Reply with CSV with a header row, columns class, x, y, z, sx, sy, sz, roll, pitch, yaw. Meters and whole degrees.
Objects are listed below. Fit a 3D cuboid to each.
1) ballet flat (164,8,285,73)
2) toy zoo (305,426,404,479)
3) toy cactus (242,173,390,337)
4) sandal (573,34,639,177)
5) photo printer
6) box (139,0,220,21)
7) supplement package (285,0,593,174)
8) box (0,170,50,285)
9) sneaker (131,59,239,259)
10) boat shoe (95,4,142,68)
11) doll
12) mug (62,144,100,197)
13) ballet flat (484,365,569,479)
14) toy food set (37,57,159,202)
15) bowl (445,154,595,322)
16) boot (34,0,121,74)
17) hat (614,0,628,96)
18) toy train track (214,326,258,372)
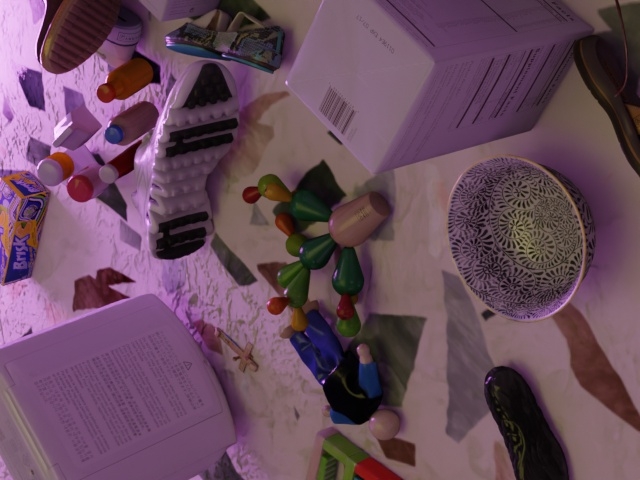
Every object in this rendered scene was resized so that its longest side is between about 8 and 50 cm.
class,x,y,z,sx,sy,sz,roll,pitch,yaw
ballet flat,-0.110,-0.243,1.669,0.188,0.070,0.070,18,116,39
toy zoo,0.089,0.380,1.686,0.293,0.030,0.192,32,124,34
toy cactus,0.000,0.000,1.612,0.180,0.112,0.219,-38,67,35
sandal,0.308,-0.103,1.281,0.060,0.090,0.219,-33,71,24
photo printer,-0.265,0.212,1.787,0.107,0.307,0.256,-41,76,46
box,-0.170,-0.369,1.655,0.130,0.091,0.170,46,131,26
supplement package,0.115,-0.173,1.318,0.139,0.244,0.134,48,131,25
box,-0.456,-0.017,2.092,0.059,0.054,0.169,42,130,29
sneaker,-0.182,-0.113,1.745,0.118,0.110,0.292,55,140,35
boat shoe,-0.329,-0.303,1.845,0.226,0.083,0.076,41,128,28
doll,0.029,0.160,1.663,0.189,0.046,0.129,52,134,21
mug,-0.327,-0.090,1.945,0.064,0.078,0.062,45,99,15
ballet flat,0.223,0.214,1.493,0.049,0.057,0.173,109,142,-86
toy food set,-0.294,-0.124,1.816,0.232,0.104,0.111,-39,94,30
bowl,0.214,-0.010,1.392,0.170,0.080,0.170,16,114,41
boot,-0.348,-0.334,1.777,0.207,0.090,0.248,16,74,29
hat,0.234,-0.271,1.125,0.208,0.183,0.173,30,151,-17
toy train track,-0.113,0.143,1.825,0.083,0.014,0.048,41,129,29
